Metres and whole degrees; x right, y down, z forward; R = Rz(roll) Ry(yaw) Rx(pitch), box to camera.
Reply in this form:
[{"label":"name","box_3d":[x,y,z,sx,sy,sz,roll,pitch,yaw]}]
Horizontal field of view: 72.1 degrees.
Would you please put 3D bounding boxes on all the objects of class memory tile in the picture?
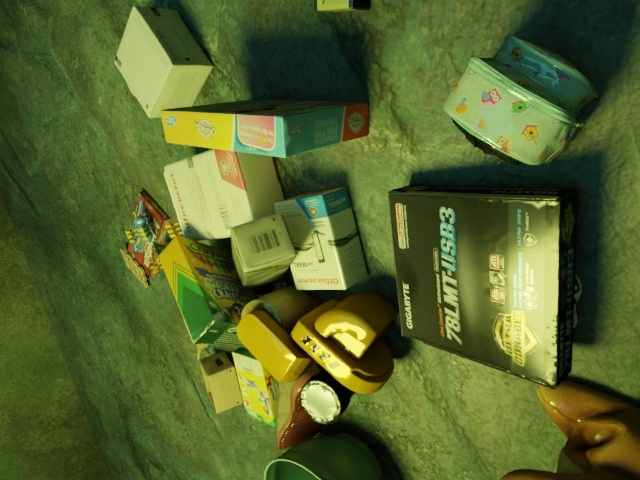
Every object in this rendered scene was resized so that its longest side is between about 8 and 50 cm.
[{"label":"memory tile","box_3d":[-0.668,0.098,1.579,0.148,0.012,0.113,40,143,24]}]

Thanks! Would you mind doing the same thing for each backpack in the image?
[{"label":"backpack","box_3d":[0.260,-0.180,0.581,0.166,0.188,0.144,44,130,19]}]

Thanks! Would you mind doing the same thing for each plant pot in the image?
[{"label":"plant pot","box_3d":[0.034,0.608,1.086,0.293,0.196,0.292,17,118,35]}]

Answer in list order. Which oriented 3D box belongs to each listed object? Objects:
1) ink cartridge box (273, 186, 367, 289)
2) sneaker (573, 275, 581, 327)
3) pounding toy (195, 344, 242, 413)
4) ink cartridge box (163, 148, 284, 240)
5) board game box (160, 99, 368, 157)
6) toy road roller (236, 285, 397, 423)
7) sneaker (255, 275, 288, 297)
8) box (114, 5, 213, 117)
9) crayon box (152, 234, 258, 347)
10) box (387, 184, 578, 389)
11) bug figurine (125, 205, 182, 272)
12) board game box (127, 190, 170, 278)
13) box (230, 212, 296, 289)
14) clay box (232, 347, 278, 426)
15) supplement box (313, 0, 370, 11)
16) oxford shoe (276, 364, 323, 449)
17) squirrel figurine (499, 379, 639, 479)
[{"label":"ink cartridge box","box_3d":[0.000,0.000,0.944,0.148,0.086,0.203,-6,103,42]},{"label":"sneaker","box_3d":[0.383,0.098,0.689,0.040,0.044,0.109,2,107,42]},{"label":"pounding toy","box_3d":[-0.321,0.389,1.368,0.181,0.094,0.205,19,122,62]},{"label":"ink cartridge box","box_3d":[-0.235,-0.118,1.073,0.283,0.117,0.207,-5,104,41]},{"label":"board game box","box_3d":[-0.106,-0.224,0.837,0.317,0.242,0.064,15,118,36]},{"label":"toy road roller","box_3d":[0.012,0.188,0.943,0.330,0.203,0.240,39,115,17]},{"label":"sneaker","box_3d":[-0.125,0.117,1.133,0.119,0.047,0.057,-15,81,40]},{"label":"box","box_3d":[-0.386,-0.430,1.074,0.182,0.119,0.180,-39,81,42]},{"label":"crayon box","box_3d":[-0.268,0.110,1.092,0.083,0.203,0.323,-46,55,14]},{"label":"box","box_3d":[0.255,0.057,0.733,0.293,0.073,0.295,10,113,47]},{"label":"bug figurine","box_3d":[-0.456,0.001,1.330,0.279,0.072,0.216,-4,112,31]},{"label":"board game box","box_3d":[-0.576,-0.014,1.467,0.145,0.027,0.281,43,129,17]},{"label":"box","box_3d":[-0.131,0.034,0.961,0.275,0.113,0.094,122,129,-74]},{"label":"clay box","box_3d":[-0.180,0.426,1.292,0.128,0.053,0.221,4,111,39]},{"label":"supplement box","box_3d":[0.037,-0.440,0.754,0.083,0.056,0.083,16,117,35]},{"label":"oxford shoe","box_3d":[-0.060,0.431,1.175,0.130,0.123,0.348,57,141,44]},{"label":"squirrel figurine","box_3d":[0.426,0.435,0.564,0.397,0.371,0.280,10,113,37]}]
